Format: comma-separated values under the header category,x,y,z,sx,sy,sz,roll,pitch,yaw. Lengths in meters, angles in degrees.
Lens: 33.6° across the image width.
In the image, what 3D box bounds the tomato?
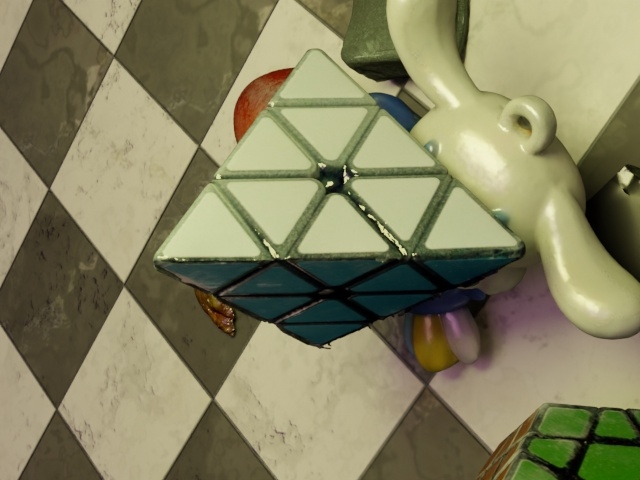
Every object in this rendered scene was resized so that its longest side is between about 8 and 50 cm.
category,x,y,z,sx,sy,sz,roll,pitch,yaw
tomato,-0.026,-0.136,1.269,0.167,0.167,0.167,-4,84,40

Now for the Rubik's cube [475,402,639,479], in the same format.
category,x,y,z,sx,sy,sz,roll,pitch,yaw
Rubik's cube,0.247,0.298,0.930,0.264,0.319,0.319,-176,91,-68

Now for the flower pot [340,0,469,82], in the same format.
category,x,y,z,sx,sy,sz,roll,pitch,yaw
flower pot,0.103,-0.298,1.207,0.108,0.103,0.229,5,89,40

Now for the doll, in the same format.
category,x,y,z,sx,sy,sz,roll,pitch,yaw
doll,0.119,-0.031,1.065,0.365,0.187,0.376,-46,53,57

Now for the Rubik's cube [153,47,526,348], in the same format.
category,x,y,z,sx,sy,sz,roll,pitch,yaw
Rubik's cube,0.009,-0.011,0.977,0.229,0.233,0.228,-46,14,5

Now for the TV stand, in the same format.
category,x,y,z,sx,sy,sz,roll,pitch,yaw
TV stand,0.351,0.056,0.984,0.088,0.082,0.269,-50,57,27

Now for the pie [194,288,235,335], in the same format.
category,x,y,z,sx,sy,sz,roll,pitch,yaw
pie,-0.147,0.032,1.441,0.088,0.033,0.191,1,87,44
